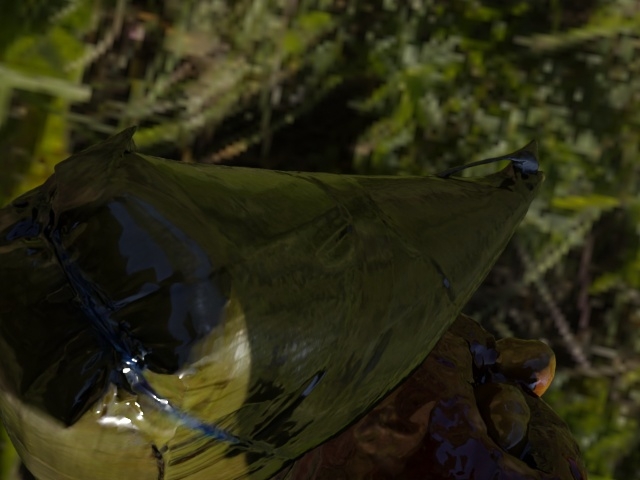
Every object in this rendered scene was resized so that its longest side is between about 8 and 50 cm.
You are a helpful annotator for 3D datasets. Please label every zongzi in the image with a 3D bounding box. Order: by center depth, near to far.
[{"bbox_3d":[0.000,0.000,0.746,0.289,0.123,0.260,-31,165,-14],"label":"zongzi"}]

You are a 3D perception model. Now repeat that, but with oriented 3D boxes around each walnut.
[{"bbox_3d":[0.065,0.188,1.338,0.269,0.221,0.244,-52,-173,24],"label":"walnut"}]
